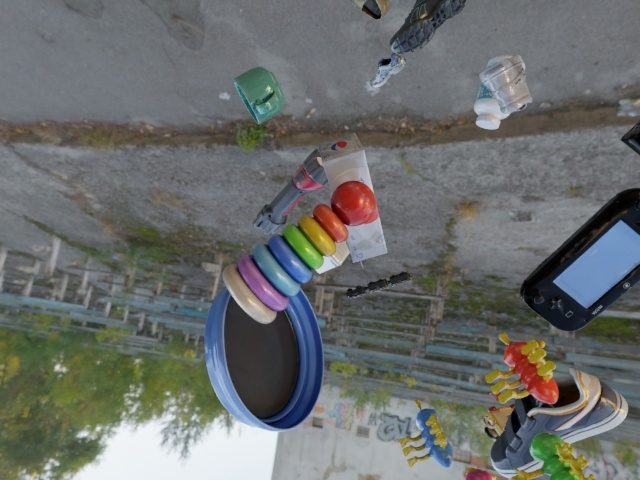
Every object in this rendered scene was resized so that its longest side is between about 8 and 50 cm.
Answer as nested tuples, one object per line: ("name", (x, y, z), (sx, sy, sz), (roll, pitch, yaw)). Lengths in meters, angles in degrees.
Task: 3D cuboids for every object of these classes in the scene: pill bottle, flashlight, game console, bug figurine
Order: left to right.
("flashlight", (-0.073, -0.133, 1.184), (0.103, 0.103, 0.304), (38, 126, -13))
("bug figurine", (0.236, 0.270, 0.542), (0.072, 0.216, 0.279), (20, 124, -29))
("pill bottle", (0.718, -0.595, 1.628), (0.146, 0.264, 0.146), (17, -178, -1))
("game console", (0.424, -0.019, 0.498), (0.213, 0.361, 0.044), (40, -161, 3))

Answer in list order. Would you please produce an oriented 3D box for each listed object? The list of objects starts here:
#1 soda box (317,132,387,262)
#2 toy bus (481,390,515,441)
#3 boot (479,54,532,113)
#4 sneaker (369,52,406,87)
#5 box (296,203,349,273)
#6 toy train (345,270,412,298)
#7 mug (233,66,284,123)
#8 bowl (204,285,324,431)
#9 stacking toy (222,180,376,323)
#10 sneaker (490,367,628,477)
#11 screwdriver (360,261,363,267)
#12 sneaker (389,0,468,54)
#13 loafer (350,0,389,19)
("soda box", (0.078, -0.090, 0.920), (0.091, 0.098, 0.286), (-16, 126, 4))
("toy bus", (0.584, 0.597, 1.275), (0.202, 0.104, 0.191), (31, -151, 11))
("boot", (0.462, -0.374, 0.984), (0.095, 0.123, 0.258), (-23, -171, 40))
("sneaker", (0.190, -0.514, 1.198), (0.058, 0.052, 0.135), (27, 149, -27))
("box", (0.000, 0.000, 1.362), (0.181, 0.119, 0.182), (44, 154, -7))
("toy train", (0.135, 0.104, 0.918), (0.158, 0.027, 0.036), (-20, 159, 16))
("mug", (-0.149, -0.379, 1.059), (0.097, 0.157, 0.129), (-32, 163, -5))
("bowl", (-0.127, 0.261, 0.991), (0.077, 0.391, 0.391), (-21, 153, 27))
("stacking toy", (-0.025, 0.010, 0.788), (0.141, 0.330, 0.141), (50, 180, 0))
("sneaker", (0.473, 0.389, 0.874), (0.127, 0.321, 0.126), (39, -155, -2))
("screwdriver", (0.169, 0.077, 1.748), (0.025, 0.024, 0.170), (27, 158, 27))
("sneaker", (0.317, -0.678, 1.215), (0.267, 0.106, 0.101), (-36, 149, 15))
("loafer", (0.097, -0.563, 0.919), (0.148, 0.050, 0.056), (22, 146, -20))
